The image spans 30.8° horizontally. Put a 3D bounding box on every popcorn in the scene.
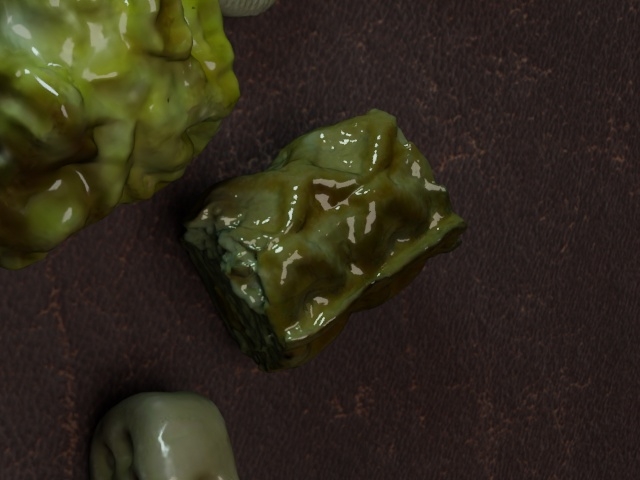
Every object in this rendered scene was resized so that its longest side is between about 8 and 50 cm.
[{"bbox_3d":[-0.219,-0.144,0.981,0.312,0.312,0.312,-7,103,-31],"label":"popcorn"}]

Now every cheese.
[{"bbox_3d":[-0.148,0.264,1.151,0.117,0.218,0.235,-5,124,-28],"label":"cheese"}]

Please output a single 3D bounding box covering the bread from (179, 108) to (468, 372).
[{"bbox_3d":[0.001,-0.002,1.198,0.252,0.196,0.238,-40,117,-17],"label":"bread"}]

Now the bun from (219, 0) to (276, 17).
[{"bbox_3d":[-0.091,-0.309,1.123,0.166,0.113,0.173,1,112,-56],"label":"bun"}]
